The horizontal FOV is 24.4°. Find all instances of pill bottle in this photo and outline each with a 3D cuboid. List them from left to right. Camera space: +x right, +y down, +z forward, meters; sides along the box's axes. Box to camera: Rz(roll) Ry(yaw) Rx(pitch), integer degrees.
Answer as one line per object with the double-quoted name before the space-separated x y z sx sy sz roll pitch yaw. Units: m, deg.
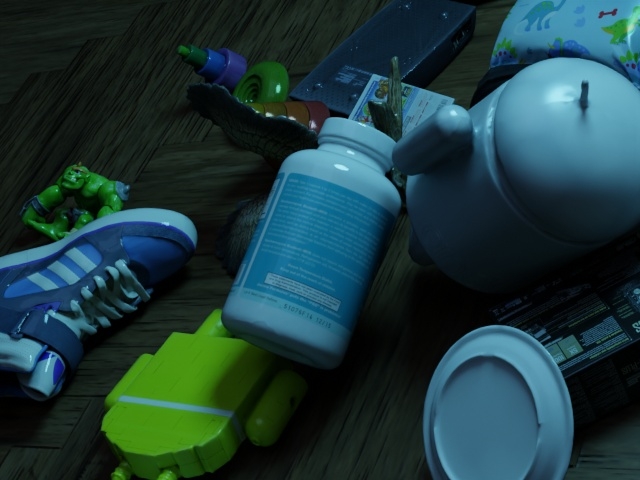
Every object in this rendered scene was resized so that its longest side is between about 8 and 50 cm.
"pill bottle" 0.000 0.000 1.649 0.146 0.146 0.264 12 76 43

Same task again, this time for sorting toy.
"sorting toy" -0.119 -0.208 2.105 0.127 0.126 0.365 -60 34 12

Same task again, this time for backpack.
"backpack" 0.373 -0.246 1.773 0.355 0.273 0.290 -34 28 -27

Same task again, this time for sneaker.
"sneaker" -0.305 0.104 1.896 0.323 0.130 0.236 -16 46 10

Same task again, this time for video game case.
"video game case" 0.108 -0.173 1.986 0.122 0.011 0.087 20 64 19

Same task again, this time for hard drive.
"hard drive" 0.094 -0.254 2.112 0.255 0.054 0.172 -44 38 -19

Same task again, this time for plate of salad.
"plate of salad" 0.177 0.183 1.447 0.200 0.048 0.200 -11 75 49

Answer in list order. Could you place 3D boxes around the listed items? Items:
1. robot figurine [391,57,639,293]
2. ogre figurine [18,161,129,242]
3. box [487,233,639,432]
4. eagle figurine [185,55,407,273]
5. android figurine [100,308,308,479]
"robot figurine" 0.228 -0.067 1.582 0.353 0.300 0.199 -37 43 56
"ogre figurine" -0.348 -0.046 2.131 0.118 0.097 0.197 -60 27 -11
"box" 0.286 0.096 1.519 0.180 0.077 0.147 -28 35 1
"eagle figurine" -0.033 -0.088 1.883 0.298 0.225 0.226 -5 58 14
"android figurine" -0.142 0.185 1.709 0.248 0.056 0.273 2 40 31
